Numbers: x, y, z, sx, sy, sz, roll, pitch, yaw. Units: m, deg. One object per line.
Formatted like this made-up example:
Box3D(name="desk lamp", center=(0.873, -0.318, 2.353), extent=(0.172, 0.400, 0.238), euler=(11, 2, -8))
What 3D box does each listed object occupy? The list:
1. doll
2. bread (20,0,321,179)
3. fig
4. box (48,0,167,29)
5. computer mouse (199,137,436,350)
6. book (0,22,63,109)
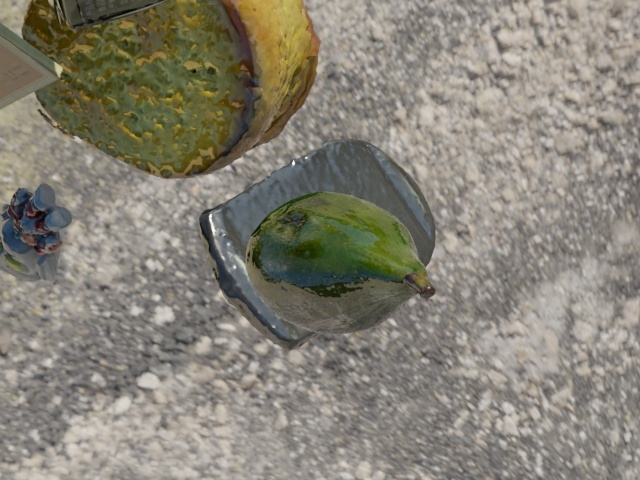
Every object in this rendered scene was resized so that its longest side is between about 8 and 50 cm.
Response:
Box3D(name="doll", center=(-0.288, -0.006, 1.065), extent=(0.079, 0.180, 0.094), euler=(-37, 90, -31))
Box3D(name="bread", center=(-0.200, -0.268, 1.455), extent=(0.398, 0.398, 0.215), euler=(-4, 30, 18))
Box3D(name="fig", center=(0.028, 0.016, 0.782), extent=(0.177, 0.117, 0.117), euler=(-5, 65, 52))
Box3D(name="box", center=(-0.228, -0.435, 0.830), extent=(0.138, 0.420, 0.373), euler=(-24, 72, -16))
Box3D(name="computer mouse", center=(-0.002, 0.002, 1.080), extent=(0.087, 0.295, 0.168), euler=(-37, 83, 49))
Box3D(name="book", center=(-0.430, -0.231, 1.197), extent=(0.170, 0.242, 0.018), euler=(-14, 51, 43))
